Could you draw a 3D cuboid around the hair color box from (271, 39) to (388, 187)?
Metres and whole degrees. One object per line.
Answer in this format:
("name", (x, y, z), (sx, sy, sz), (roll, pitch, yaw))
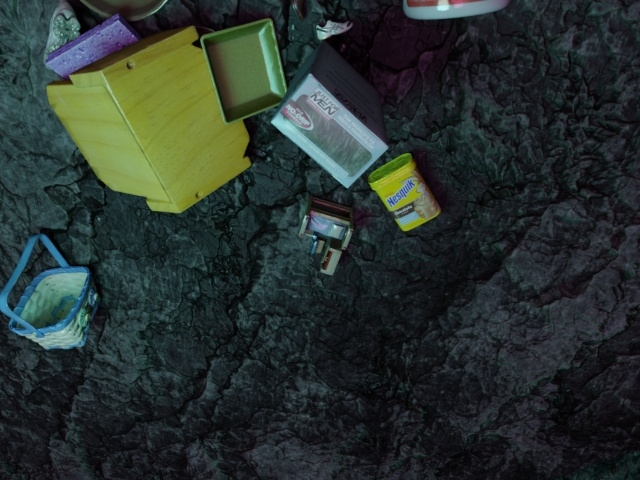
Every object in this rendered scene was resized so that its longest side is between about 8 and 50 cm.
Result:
("hair color box", (0.028, -0.275, 0.981), (0.185, 0.374, 0.113), (38, 116, -17))

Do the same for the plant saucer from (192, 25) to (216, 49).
("plant saucer", (-0.275, -0.411, 1.123), (0.168, 0.029, 0.168), (1, 120, 2))

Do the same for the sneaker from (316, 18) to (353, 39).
("sneaker", (0.030, -0.474, 1.063), (0.083, 0.032, 0.037), (-16, 117, 11))

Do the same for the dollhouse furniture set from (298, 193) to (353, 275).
("dollhouse furniture set", (0.000, 0.000, 1.285), (0.129, 0.129, 0.184), (16, 120, -5))

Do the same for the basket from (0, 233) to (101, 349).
("basket", (-0.766, 0.156, 1.367), (0.201, 0.255, 0.289), (-9, 138, 11))

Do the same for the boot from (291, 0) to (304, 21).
("boot", (-0.009, -0.537, 1.030), (0.114, 0.037, 0.106), (-14, 121, 6))

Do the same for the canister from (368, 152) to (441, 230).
("canister", (0.219, -0.120, 1.234), (0.126, 0.073, 0.170), (-29, 116, 19))

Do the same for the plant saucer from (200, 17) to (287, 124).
("plant saucer", (-0.173, -0.379, 1.078), (0.045, 0.188, 0.188), (21, 133, 45))

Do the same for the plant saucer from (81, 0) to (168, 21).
("plant saucer", (-0.427, -0.613, 1.009), (0.277, 0.041, 0.278), (2, 121, 4))

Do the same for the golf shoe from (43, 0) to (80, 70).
("golf shoe", (-0.590, -0.466, 1.102), (0.069, 0.086, 0.176), (2, 152, -41))

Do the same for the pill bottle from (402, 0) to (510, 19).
("pill bottle", (0.247, -0.609, 0.866), (0.210, 0.210, 0.363), (-4, 120, 6))

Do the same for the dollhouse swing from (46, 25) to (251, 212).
("dollhouse swing", (-0.408, -0.288, 1.157), (0.315, 0.305, 0.347), (-39, 130, -23))

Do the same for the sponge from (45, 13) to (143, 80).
("sponge", (-0.501, -0.419, 1.100), (0.210, 0.031, 0.117), (-22, 151, 15))
